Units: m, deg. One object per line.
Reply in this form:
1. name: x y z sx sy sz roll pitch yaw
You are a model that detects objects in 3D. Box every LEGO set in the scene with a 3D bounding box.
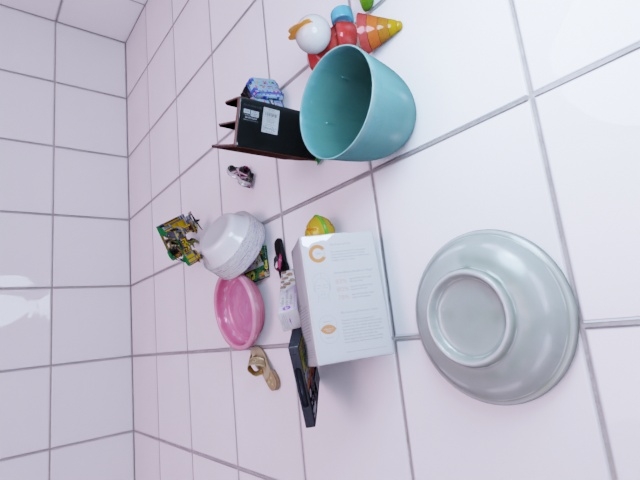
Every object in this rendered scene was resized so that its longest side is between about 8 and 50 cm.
1. LEGO set: -0.686 -0.016 2.291 0.331 0.192 0.255 -2 115 54

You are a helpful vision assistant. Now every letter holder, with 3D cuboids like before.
1. letter holder: -0.189 -0.364 1.487 0.214 0.301 0.152 12 98 53

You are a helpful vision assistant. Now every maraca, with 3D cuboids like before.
1. maraca: 0.000 0.000 1.460 0.127 0.099 0.186 -123 25 -47

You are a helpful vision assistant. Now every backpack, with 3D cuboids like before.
1. backpack: -0.212 -0.526 1.705 0.117 0.158 0.174 -51 53 45

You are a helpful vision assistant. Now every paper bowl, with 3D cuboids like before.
1. paper bowl: -0.371 0.004 1.787 0.284 0.148 0.285 -30 39 29

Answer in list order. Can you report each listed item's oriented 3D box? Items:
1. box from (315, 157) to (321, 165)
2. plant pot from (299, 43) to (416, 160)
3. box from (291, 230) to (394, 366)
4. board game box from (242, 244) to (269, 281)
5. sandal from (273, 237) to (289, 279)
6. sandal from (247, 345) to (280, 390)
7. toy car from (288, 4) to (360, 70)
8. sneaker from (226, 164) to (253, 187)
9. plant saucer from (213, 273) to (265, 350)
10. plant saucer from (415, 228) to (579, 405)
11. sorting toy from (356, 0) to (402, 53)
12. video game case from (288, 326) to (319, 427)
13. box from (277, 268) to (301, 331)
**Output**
1. box: -0.024 -0.361 1.552 0.105 0.043 0.179 -50 53 38
2. plant pot: 0.121 -0.351 1.218 0.292 0.235 0.294 -5 84 50
3. box: 0.052 0.165 1.249 0.168 0.214 0.346 127 136 -70
4. board game box: -0.299 0.115 1.874 0.259 0.030 0.136 -25 71 48
5. sandal: -0.160 0.076 1.692 0.067 0.040 0.179 -36 61 44
6. sandal: -0.249 0.502 1.744 0.240 0.079 0.088 40 118 45
7. toy car: -0.014 -0.631 1.402 0.210 0.237 0.220 -23 70 48
8. sneaker: -0.342 -0.297 1.936 0.178 0.072 0.077 38 105 37
9. plant saucer: -0.332 0.284 1.837 0.332 0.084 0.333 9 102 48
10. plant saucer: 0.355 0.172 1.002 0.400 0.100 0.401 -4 85 50
11. sorting toy: 0.177 -0.739 1.307 0.126 0.127 0.366 -3 82 22
12. video game case: -0.046 0.380 1.350 0.275 0.035 0.249 -78 -23 -78
13. box: -0.097 0.184 1.450 0.324 0.062 0.067 -99 -8 -72
